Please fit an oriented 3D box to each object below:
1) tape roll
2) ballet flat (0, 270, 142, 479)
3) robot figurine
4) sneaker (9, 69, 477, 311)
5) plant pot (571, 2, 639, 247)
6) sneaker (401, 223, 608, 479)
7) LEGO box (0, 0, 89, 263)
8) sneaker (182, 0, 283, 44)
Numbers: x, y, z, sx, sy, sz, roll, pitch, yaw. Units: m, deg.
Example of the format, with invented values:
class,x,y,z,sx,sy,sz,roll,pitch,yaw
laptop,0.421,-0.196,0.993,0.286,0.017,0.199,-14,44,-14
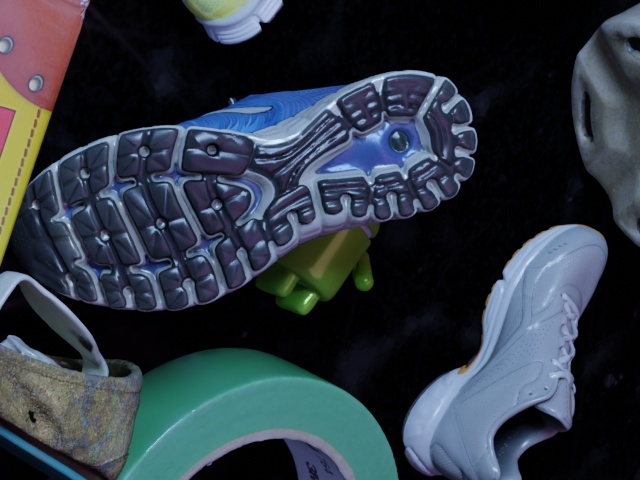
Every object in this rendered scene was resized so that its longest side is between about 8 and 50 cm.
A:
class,x,y,z,sx,sy,sz,roll,pitch,yaw
tape roll,-0.079,0.246,1.442,0.321,0.077,0.321,-15,115,-37
ballet flat,-0.239,0.060,1.207,0.348,0.123,0.123,37,80,-46
robot figurine,0.000,0.000,1.426,0.101,0.067,0.115,43,76,-30
sneaker,-0.059,-0.035,1.316,0.330,0.147,0.130,-14,96,-15
plant pot,0.400,-0.126,1.590,0.305,0.334,0.334,-22,120,-22
sneaker,0.190,0.108,1.597,0.262,0.121,0.099,-56,134,-10
LEGO box,-0.362,0.054,0.916,0.193,0.372,0.500,16,95,-44
sneaker,-0.038,-0.244,1.294,0.094,0.081,0.208,35,82,-41
